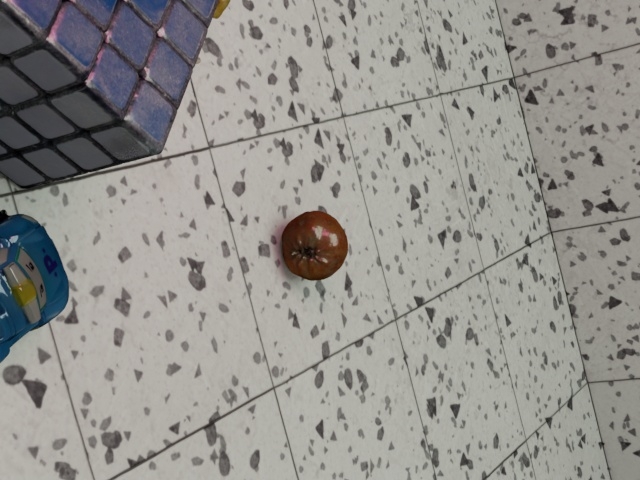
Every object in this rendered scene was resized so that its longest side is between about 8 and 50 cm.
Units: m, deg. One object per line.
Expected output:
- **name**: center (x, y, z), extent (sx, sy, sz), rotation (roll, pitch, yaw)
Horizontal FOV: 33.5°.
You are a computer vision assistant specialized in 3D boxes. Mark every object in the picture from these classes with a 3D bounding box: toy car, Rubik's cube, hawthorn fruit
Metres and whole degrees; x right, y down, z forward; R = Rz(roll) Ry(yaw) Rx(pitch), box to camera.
- **toy car**: center (-0.476, 0.075, 1.556), extent (0.314, 0.166, 0.198), rotation (-43, 119, -51)
- **Rubik's cube**: center (-0.409, -0.320, 1.596), extent (0.337, 0.344, 0.344), rotation (43, 50, -39)
- **hawthorn fruit**: center (-0.001, -0.005, 2.239), extent (0.149, 0.149, 0.189), rotation (59, 41, -25)

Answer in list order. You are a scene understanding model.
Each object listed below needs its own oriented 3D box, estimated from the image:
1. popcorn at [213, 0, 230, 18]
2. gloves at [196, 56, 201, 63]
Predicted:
- **popcorn**: center (-0.264, -0.480, 2.018), extent (0.163, 0.140, 0.194), rotation (63, 28, -8)
- **gloves**: center (-0.256, -0.357, 2.070), extent (0.081, 0.037, 0.044), rotation (-54, 162, -64)
